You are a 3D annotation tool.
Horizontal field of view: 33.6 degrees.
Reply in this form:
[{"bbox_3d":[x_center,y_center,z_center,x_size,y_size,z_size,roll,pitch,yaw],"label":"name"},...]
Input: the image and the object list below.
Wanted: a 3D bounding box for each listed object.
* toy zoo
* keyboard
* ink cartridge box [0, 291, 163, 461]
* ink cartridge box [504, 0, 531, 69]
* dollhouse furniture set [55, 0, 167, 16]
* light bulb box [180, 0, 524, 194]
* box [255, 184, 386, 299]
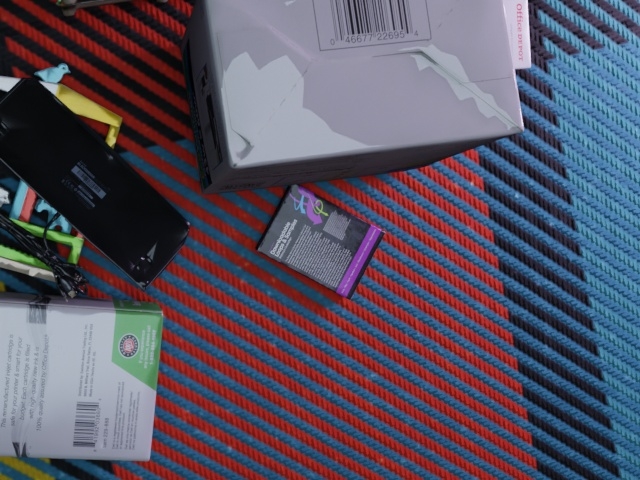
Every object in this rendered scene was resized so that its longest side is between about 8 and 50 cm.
[{"bbox_3d":[-0.394,-0.103,1.458,0.192,0.030,0.293,18,92,-15],"label":"toy zoo"},{"bbox_3d":[-0.342,-0.049,1.428,0.317,0.033,0.201,44,65,-13],"label":"keyboard"},{"bbox_3d":[-0.371,0.181,1.446,0.289,0.121,0.211,6,94,-13],"label":"ink cartridge box"},{"bbox_3d":[0.231,-0.303,1.566,0.151,0.063,0.109,-6,97,-12],"label":"ink cartridge box"},{"bbox_3d":[-0.208,-0.396,1.385,0.302,0.197,0.151,-12,100,-12],"label":"dollhouse furniture set"},{"bbox_3d":[0.017,-0.200,1.366,0.358,0.361,0.225,-8,90,-13],"label":"light bulb box"},{"bbox_3d":[0.000,0.000,1.562,0.162,0.029,0.116,29,88,-15],"label":"box"}]
